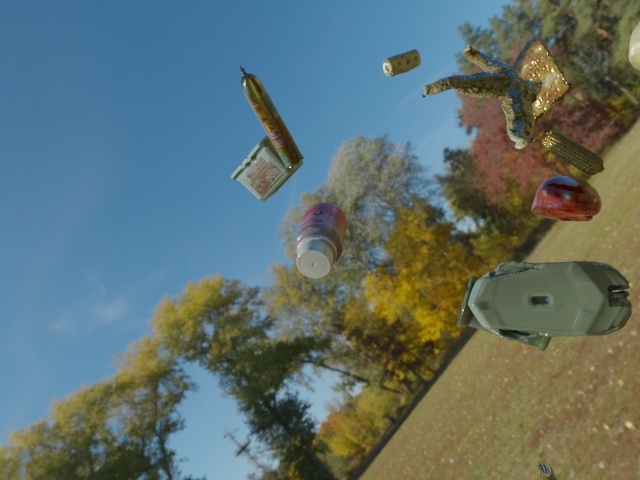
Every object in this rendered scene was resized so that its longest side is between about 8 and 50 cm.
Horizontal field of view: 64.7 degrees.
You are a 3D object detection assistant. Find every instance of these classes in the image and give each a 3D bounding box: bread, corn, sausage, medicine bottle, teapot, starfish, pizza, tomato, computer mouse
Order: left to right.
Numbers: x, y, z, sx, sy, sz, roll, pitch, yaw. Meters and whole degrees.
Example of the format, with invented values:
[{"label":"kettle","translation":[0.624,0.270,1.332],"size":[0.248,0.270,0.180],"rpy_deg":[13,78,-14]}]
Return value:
[{"label":"sausage","translation":[-0.170,-0.416,1.700],"size":[0.082,0.082,0.371],"rpy_deg":[-44,-58,-22]},{"label":"medicine bottle","translation":[0.000,0.000,1.499],"size":[0.247,0.147,0.147],"rpy_deg":[-74,9,-56]},{"label":"starfish","translation":[0.465,-0.412,1.374],"size":[0.432,0.324,0.082],"rpy_deg":[-52,-15,-40]},{"label":"teapot","translation":[0.687,0.281,1.849],"size":[0.270,0.337,0.200],"rpy_deg":[76,-146,-62]},{"label":"pizza","translation":[0.749,-0.520,1.734],"size":[0.086,0.226,0.336],"rpy_deg":[-16,-63,-49]},{"label":"computer mouse","translation":[0.655,0.171,1.473],"size":[0.145,0.429,0.228],"rpy_deg":[13,-107,-67]},{"label":"bread","translation":[0.599,0.617,1.332],"size":[0.036,0.047,0.083],"rpy_deg":[-28,-53,14]},{"label":"tomato","translation":[0.812,-0.144,1.668],"size":[0.233,0.200,0.140],"rpy_deg":[38,-119,-76]},{"label":"corn","translation":[0.800,-0.276,1.596],"size":[0.068,0.207,0.068],"rpy_deg":[-47,-16,-18]}]

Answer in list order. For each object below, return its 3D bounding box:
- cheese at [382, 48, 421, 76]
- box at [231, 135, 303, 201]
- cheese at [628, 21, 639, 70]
[{"label":"cheese","translation":[0.271,-0.588,1.675],"size":[0.194,0.043,0.065],"rpy_deg":[-35,-59,-41]},{"label":"box","translation":[-0.220,-0.315,2.181],"size":[0.312,0.182,0.175],"rpy_deg":[-40,4,45]},{"label":"cheese","translation":[0.883,-0.437,1.134],"size":[0.384,0.104,0.384],"rpy_deg":[-10,-67,-24]}]
